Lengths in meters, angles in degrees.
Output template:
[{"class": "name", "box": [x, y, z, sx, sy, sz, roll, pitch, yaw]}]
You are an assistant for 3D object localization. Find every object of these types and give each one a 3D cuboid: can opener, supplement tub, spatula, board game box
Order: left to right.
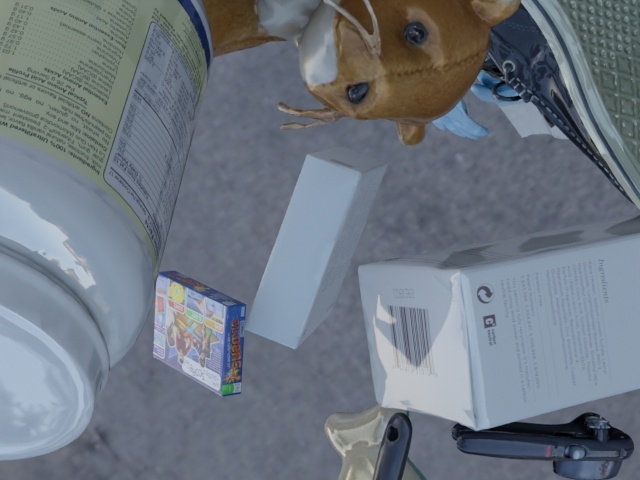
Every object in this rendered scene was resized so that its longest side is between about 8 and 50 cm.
[{"class": "supplement tub", "box": [-0.209, -0.045, 0.900, 0.235, 0.325, 0.235, 6, 141, 5]}, {"class": "board game box", "box": [-0.180, 0.134, 2.000, 0.201, 0.035, 0.136, 22, 111, 51]}, {"class": "spatula", "box": [0.034, 0.292, 1.258, 0.084, 0.030, 0.296, 31, 109, 45]}, {"class": "can opener", "box": [0.221, 0.202, 1.351, 0.059, 0.186, 0.073, -151, 69, -74]}]

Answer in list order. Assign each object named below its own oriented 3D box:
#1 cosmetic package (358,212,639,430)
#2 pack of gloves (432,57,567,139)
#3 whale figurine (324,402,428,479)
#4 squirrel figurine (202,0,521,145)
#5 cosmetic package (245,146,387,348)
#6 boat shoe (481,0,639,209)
[{"class": "cosmetic package", "box": [0.257, 0.067, 1.376, 0.217, 0.385, 0.156, -179, 81, -67]}, {"class": "pack of gloves", "box": [0.194, -0.177, 1.777, 0.195, 0.046, 0.232, 1, 154, 37]}, {"class": "whale figurine", "box": [0.083, 0.311, 1.477, 0.216, 0.141, 0.272, -23, 65, 27]}, {"class": "squirrel figurine", "box": [0.008, -0.266, 1.220, 0.370, 0.397, 0.281, 36, 123, 8]}, {"class": "cosmetic package", "box": [0.000, 0.000, 2.191, 0.097, 0.377, 0.284, 19, 98, 6]}, {"class": "boat shoe", "box": [0.282, -0.232, 1.603, 0.500, 0.187, 0.156, 53, 146, -5]}]
